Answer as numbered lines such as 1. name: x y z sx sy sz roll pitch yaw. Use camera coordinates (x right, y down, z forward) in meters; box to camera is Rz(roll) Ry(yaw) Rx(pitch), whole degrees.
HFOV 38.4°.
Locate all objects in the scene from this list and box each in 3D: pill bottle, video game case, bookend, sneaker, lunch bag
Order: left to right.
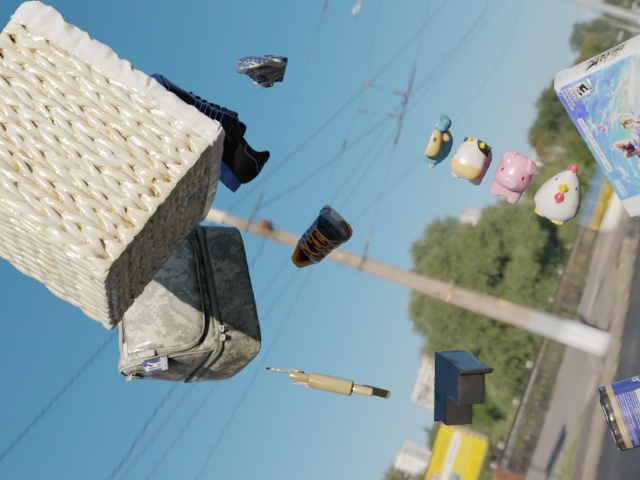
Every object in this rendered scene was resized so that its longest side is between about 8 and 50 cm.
1. lunch bag: -0.278 0.125 1.787 0.212 0.256 0.305 -45 50 51
2. sneaker: -0.179 -0.187 1.459 0.090 0.232 0.081 -41 3 -6
3. sneaker: -0.102 -0.299 1.644 0.135 0.052 0.058 -20 -61 -54
4. sneaker: 0.000 0.000 1.903 0.083 0.084 0.215 -41 -8 -27
5. bookend: 0.297 0.324 1.925 0.157 0.072 0.156 -153 62 -76
6. pill bottle: 0.622 0.292 1.650 0.123 0.219 0.122 -20 -90 -76
7. video game case: 0.534 -0.191 1.415 0.269 0.244 0.061 52 -147 -22

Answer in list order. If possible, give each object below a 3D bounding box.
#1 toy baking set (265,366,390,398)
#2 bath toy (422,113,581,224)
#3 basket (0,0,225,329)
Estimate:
1. toy baking set: 0.009 0.285 1.807 0.197 0.256 0.030 81 -159 -77
2. bath toy: 0.397 -0.152 1.957 0.151 0.348 0.129 -50 -18 -57
3. basket: -0.348 -0.091 1.302 0.266 0.331 0.328 -55 -2 -21
